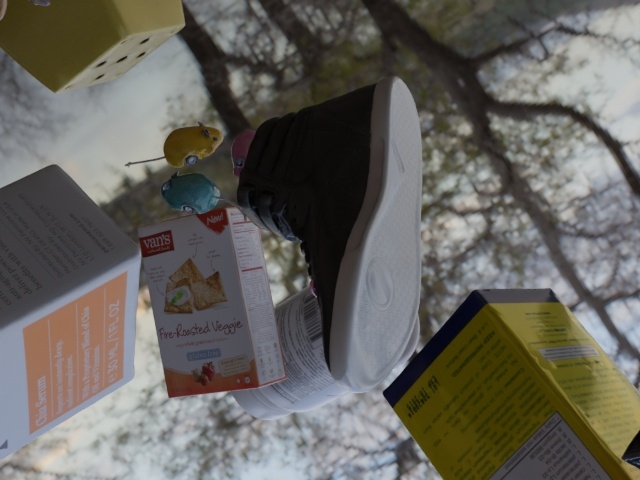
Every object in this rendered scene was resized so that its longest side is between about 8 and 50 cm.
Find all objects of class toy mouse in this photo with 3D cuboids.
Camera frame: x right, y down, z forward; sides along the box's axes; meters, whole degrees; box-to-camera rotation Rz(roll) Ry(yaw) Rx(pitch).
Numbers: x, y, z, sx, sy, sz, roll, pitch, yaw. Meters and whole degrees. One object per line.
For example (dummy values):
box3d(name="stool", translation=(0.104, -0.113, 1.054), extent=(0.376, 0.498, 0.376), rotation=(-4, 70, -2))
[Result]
box3d(name="toy mouse", translation=(-0.101, -0.071, 1.133), extent=(0.161, 0.031, 0.143), rotation=(-23, -133, -8))

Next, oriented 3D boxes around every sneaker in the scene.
box3d(name="sneaker", translation=(0.000, 0.000, 0.979), extent=(0.147, 0.104, 0.296), rotation=(-11, -127, 26))

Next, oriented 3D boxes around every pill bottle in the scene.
box3d(name="pill bottle", translation=(-0.006, 0.151, 1.661), extent=(0.283, 0.160, 0.160), rotation=(-34, -175, 44))

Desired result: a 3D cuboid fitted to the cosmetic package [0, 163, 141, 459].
box3d(name="cosmetic package", translation=(-0.405, 0.133, 1.147), extent=(0.453, 0.161, 0.230), rotation=(-31, 151, -31))

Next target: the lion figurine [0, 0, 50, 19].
box3d(name="lion figurine", translation=(-0.447, -0.367, 1.140), extent=(0.392, 0.240, 0.142), rotation=(6, -153, -21))

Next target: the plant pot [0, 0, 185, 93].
box3d(name="plant pot", translation=(-0.301, -0.309, 1.487), extent=(0.212, 0.187, 0.212), rotation=(-31, 180, 31))

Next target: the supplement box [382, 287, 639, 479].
box3d(name="supplement box", translation=(0.278, 0.249, 1.380), extent=(0.195, 0.356, 0.194), rotation=(3, 133, -50))

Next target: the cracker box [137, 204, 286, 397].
box3d(name="cracker box", translation=(-0.142, 0.080, 1.509), extent=(0.156, 0.232, 0.067), rotation=(-12, 178, 35))

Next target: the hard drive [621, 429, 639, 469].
box3d(name="hard drive", translation=(0.432, 0.225, 1.083), extent=(0.172, 0.255, 0.054), rotation=(-38, -151, 64))
